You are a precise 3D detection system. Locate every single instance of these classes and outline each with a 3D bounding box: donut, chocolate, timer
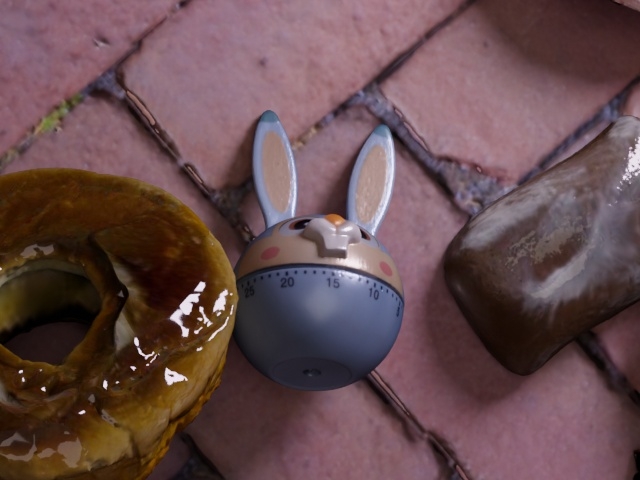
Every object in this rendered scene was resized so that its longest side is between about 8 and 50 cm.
[{"bbox_3d":[-0.233,0.092,1.598,0.330,0.160,0.330,0,47,0],"label":"donut"},{"bbox_3d":[0.246,0.003,1.739,0.254,0.080,0.157,-34,93,-8],"label":"chocolate"},{"bbox_3d":[0.002,0.007,1.667,0.175,0.175,0.255,8,86,-7],"label":"timer"}]

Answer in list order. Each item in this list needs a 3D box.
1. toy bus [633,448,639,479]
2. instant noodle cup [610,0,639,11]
[{"bbox_3d":[0.324,0.249,1.767,0.043,0.031,0.110,-9,91,-10],"label":"toy bus"},{"bbox_3d":[0.324,-0.333,1.756,0.274,0.091,0.274,0,89,-8],"label":"instant noodle cup"}]
